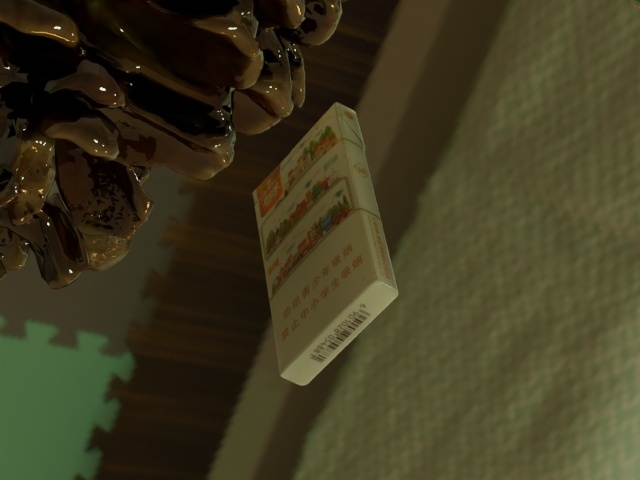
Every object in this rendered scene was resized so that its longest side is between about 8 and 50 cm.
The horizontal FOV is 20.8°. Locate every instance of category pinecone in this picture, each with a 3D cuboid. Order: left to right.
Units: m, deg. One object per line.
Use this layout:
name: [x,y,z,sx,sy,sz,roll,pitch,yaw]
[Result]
pinecone: [-0.110,-0.116,0.648,0.257,0.243,0.243,-54,135,-41]

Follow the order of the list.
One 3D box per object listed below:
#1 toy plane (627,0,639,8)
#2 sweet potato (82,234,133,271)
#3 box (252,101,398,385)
toy plane: [0.262,-0.156,1.021,0.174,0.174,0.080,-45,149,-4]
sweet potato: [-0.187,-0.102,1.050,0.075,0.075,0.273,-31,102,-14]
box: [-0.001,0.000,1.396,0.032,0.220,0.122,26,123,-29]
